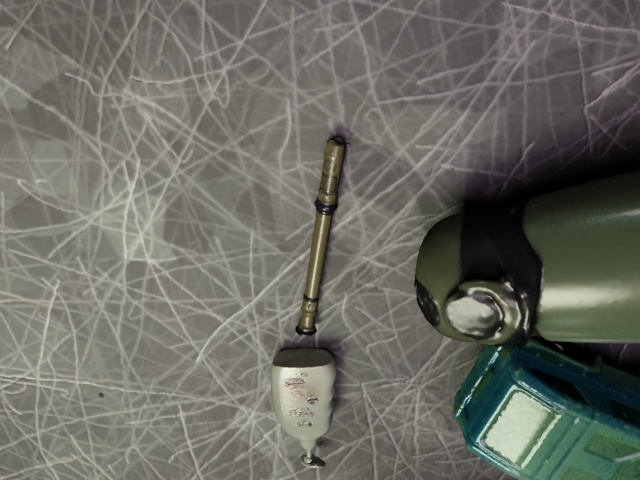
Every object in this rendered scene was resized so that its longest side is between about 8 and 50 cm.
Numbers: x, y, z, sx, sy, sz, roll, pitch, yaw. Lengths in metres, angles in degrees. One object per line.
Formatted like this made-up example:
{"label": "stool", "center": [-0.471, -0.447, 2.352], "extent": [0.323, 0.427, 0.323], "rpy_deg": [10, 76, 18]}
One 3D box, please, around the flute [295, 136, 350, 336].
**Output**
{"label": "flute", "center": [0.000, 0.000, 0.924], "extent": [0.027, 0.027, 0.233], "rpy_deg": [8, 116, -2]}

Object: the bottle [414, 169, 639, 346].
{"label": "bottle", "center": [0.265, 0.022, 0.822], "extent": [0.347, 0.168, 0.168], "rpy_deg": [-9, 116, 24]}

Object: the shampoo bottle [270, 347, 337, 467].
{"label": "shampoo bottle", "center": [-0.018, 0.201, 1.010], "extent": [0.077, 0.045, 0.152], "rpy_deg": [-1, 116, 2]}

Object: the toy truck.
{"label": "toy truck", "center": [0.293, 0.200, 0.939], "extent": [0.279, 0.156, 0.155], "rpy_deg": [24, 114, -8]}
